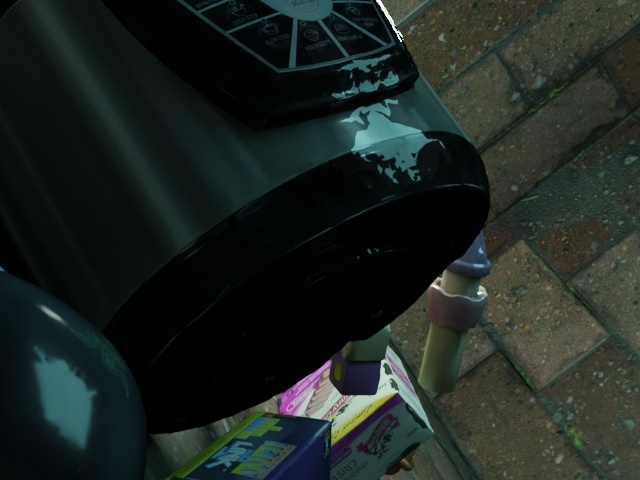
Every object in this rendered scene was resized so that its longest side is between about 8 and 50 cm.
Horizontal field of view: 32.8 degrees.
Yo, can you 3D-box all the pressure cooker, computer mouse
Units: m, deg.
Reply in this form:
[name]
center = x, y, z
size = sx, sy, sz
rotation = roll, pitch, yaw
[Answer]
[pressure cooker]
center = -0.113, -0.097, 0.908
size = 0.420, 0.375, 0.370
rotation = 57, 5, 20
[computer mouse]
center = -0.175, 0.037, 0.510
size = 0.272, 0.072, 0.188
rotation = 27, -13, 31

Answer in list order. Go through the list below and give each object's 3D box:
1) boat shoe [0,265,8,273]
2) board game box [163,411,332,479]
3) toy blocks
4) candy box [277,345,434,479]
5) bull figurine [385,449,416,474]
[boat shoe]
center = -0.247, 0.008, 0.671
size = 0.183, 0.066, 0.066
rotation = 51, -2, -38
[board game box]
center = -0.042, 0.171, 0.497
size = 0.170, 0.048, 0.141
rotation = -25, 120, -69
[toy blocks]
center = 0.000, 0.000, 1.191
size = 0.309, 0.260, 0.288
rotation = 2, 20, -28
[candy box]
center = 0.034, 0.207, 1.292
size = 0.071, 0.159, 0.233
rotation = 49, 5, -15
[bull figurine]
center = 0.022, 0.204, 1.544
size = 0.310, 0.101, 0.188
rotation = 52, 3, 1
